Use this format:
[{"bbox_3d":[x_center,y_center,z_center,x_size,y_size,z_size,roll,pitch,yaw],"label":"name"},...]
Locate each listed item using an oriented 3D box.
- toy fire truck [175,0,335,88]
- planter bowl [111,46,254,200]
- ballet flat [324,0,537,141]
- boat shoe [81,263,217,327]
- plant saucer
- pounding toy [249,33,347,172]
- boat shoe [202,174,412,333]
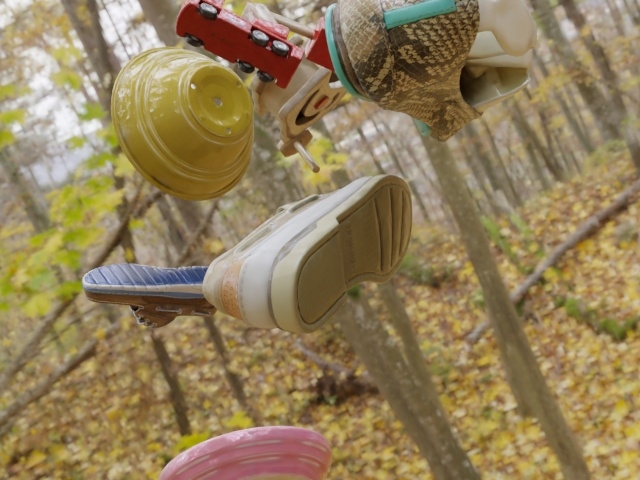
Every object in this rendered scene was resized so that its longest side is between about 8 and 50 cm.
[{"bbox_3d":[-0.062,-0.236,1.060,0.047,0.192,0.135,-57,14,34],"label":"toy fire truck"},{"bbox_3d":[-0.154,-0.168,1.212,0.217,0.217,0.090,-33,7,-41],"label":"planter bowl"},{"bbox_3d":[0.146,-0.200,1.014,0.182,0.164,0.483,-13,0,15],"label":"ballet flat"},{"bbox_3d":[-0.198,0.071,1.124,0.183,0.066,0.066,3,23,-28],"label":"boat shoe"},{"bbox_3d":[-0.134,0.459,1.746,0.332,0.332,0.084,-23,54,9],"label":"plant saucer"},{"bbox_3d":[-0.003,-0.213,1.470,0.154,0.155,0.269,-42,-6,-7],"label":"pounding toy"},{"bbox_3d":[0.000,0.000,0.897,0.103,0.113,0.302,4,15,26],"label":"boat shoe"}]
